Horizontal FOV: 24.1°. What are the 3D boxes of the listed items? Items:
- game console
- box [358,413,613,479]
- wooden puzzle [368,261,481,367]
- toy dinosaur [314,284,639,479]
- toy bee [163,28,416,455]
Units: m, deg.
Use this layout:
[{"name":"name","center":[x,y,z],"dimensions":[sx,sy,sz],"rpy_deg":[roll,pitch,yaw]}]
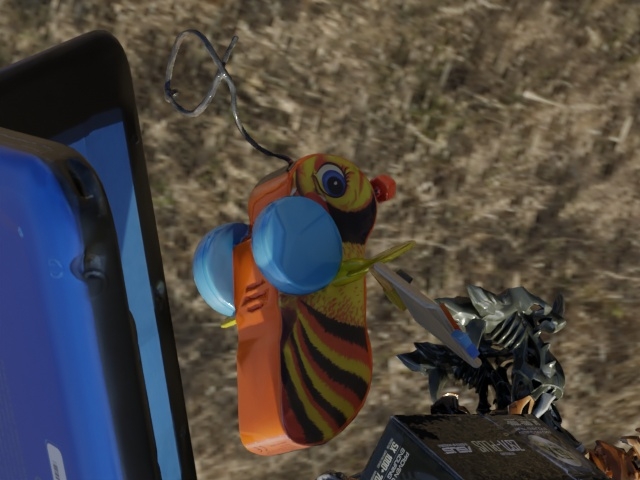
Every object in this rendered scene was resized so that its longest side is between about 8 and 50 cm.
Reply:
[{"name":"game console","center":[-0.080,0.068,0.676],"dimensions":[0.250,0.173,0.293],"rpy_deg":[16,120,51]},{"name":"box","center":[0.075,0.201,0.927],"dimensions":[0.077,0.147,0.180],"rpy_deg":[40,111,38]},{"name":"wooden puzzle","center":[0.070,0.046,0.968],"dimensions":[0.014,0.078,0.116],"rpy_deg":[-44,46,-6]},{"name":"toy dinosaur","center":[0.149,0.166,1.192],"dimensions":[0.164,0.322,0.218],"rpy_deg":[-40,57,47]},{"name":"toy bee","center":[0.000,0.000,1.097],"dimensions":[0.195,0.162,0.298],"rpy_deg":[10,101,50]}]
